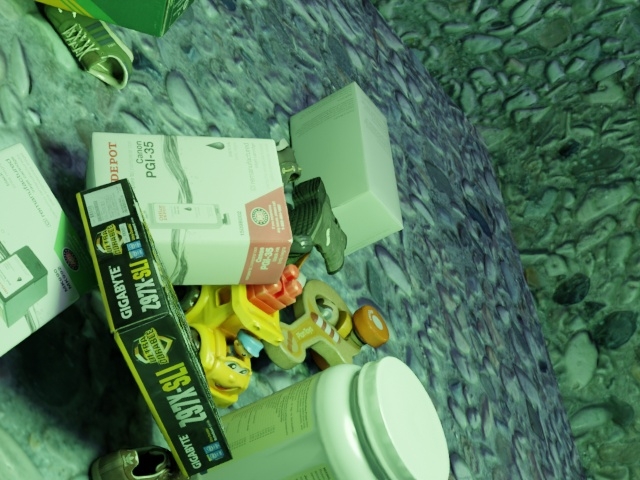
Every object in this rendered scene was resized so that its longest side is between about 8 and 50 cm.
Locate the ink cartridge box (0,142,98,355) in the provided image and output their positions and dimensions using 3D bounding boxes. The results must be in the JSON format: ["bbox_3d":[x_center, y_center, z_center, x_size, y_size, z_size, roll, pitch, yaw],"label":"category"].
[{"bbox_3d":[-0.409,0.031,1.195,0.211,0.122,0.289,60,22,-9],"label":"ink cartridge box"}]

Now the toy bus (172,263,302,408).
[{"bbox_3d":[-0.124,0.123,1.604,0.149,0.211,0.220,40,33,-47],"label":"toy bus"}]

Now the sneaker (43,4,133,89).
[{"bbox_3d":[-0.384,-0.327,1.723,0.192,0.064,0.086,41,30,-42],"label":"sneaker"}]

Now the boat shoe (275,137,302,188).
[{"bbox_3d":[-0.105,-0.129,2.056,0.091,0.109,0.305,56,19,-6],"label":"boat shoe"}]

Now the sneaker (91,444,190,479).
[{"bbox_3d":[-0.218,0.308,1.372,0.188,0.071,0.066,18,49,-59],"label":"sneaker"}]

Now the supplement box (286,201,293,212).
[{"bbox_3d":[-0.138,-0.026,1.866,0.220,0.111,0.114,24,44,-57],"label":"supplement box"}]

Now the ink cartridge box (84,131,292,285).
[{"bbox_3d":[-0.202,-0.045,1.530,0.283,0.117,0.207,0,54,-17],"label":"ink cartridge box"}]

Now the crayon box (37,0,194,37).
[{"bbox_3d":[-0.378,-0.442,1.684,0.323,0.083,0.203,18,31,0],"label":"crayon box"}]

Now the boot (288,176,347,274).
[{"bbox_3d":[0.000,0.000,1.901,0.161,0.083,0.246,62,23,-24],"label":"boot"}]

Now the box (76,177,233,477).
[{"bbox_3d":[-0.214,0.119,1.346,0.322,0.079,0.257,77,-11,-46],"label":"box"}]

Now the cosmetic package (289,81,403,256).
[{"bbox_3d":[0.052,-0.159,2.320,0.155,0.197,0.365,44,31,-41],"label":"cosmetic package"}]

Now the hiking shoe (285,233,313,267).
[{"bbox_3d":[-0.082,0.066,1.738,0.086,0.227,0.114,-4,69,-45],"label":"hiking shoe"}]

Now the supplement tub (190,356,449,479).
[{"bbox_3d":[-0.003,0.320,1.495,0.235,0.325,0.235,48,27,-34],"label":"supplement tub"}]

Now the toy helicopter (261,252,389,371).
[{"bbox_3d":[-0.025,0.146,1.892,0.235,0.140,0.355,57,21,4],"label":"toy helicopter"}]
